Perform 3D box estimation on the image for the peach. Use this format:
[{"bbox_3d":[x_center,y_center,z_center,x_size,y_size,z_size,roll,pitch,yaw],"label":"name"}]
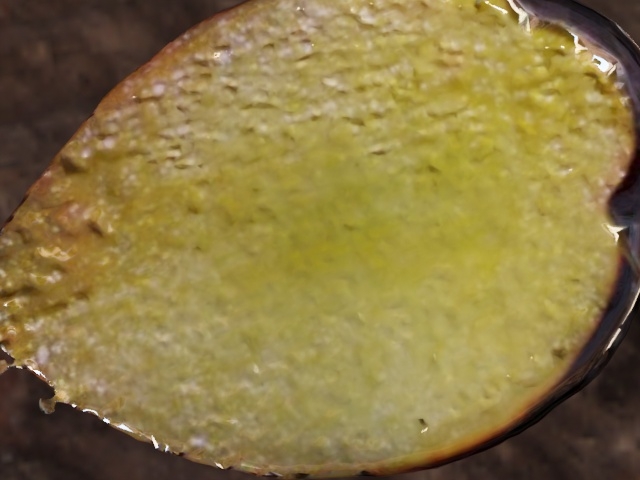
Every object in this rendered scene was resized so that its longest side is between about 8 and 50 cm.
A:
[{"bbox_3d":[0.001,0.001,0.730,0.279,0.189,0.068,-13,168,-5],"label":"peach"}]
